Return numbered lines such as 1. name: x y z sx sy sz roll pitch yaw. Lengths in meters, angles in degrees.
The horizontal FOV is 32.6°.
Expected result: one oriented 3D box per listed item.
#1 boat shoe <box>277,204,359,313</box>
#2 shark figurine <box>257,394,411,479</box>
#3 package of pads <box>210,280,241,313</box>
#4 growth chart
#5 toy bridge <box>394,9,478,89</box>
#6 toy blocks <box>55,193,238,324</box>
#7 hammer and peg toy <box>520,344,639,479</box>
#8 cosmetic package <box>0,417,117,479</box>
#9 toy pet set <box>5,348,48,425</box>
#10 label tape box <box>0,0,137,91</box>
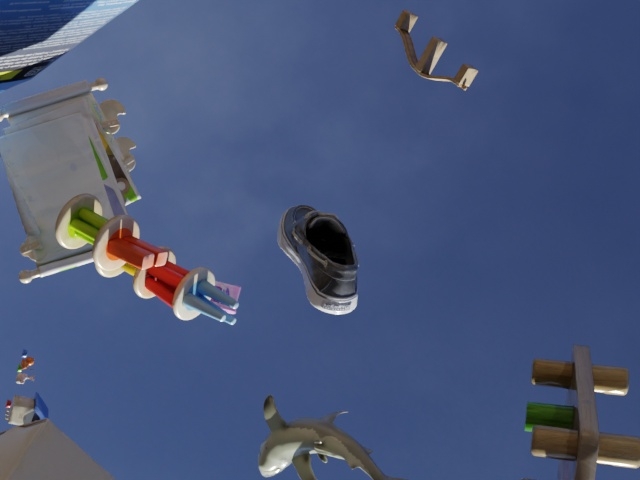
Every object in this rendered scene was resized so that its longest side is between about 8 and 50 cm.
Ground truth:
1. boat shoe: 0.000 0.000 1.790 0.108 0.102 0.301 3 -152 -14
2. shark figurine: 0.024 0.291 1.582 0.278 0.166 0.116 9 -154 38
3. package of pads: -0.185 0.097 1.940 0.032 0.083 0.050 152 -49 -66
4. growth chart: -0.305 -0.079 1.337 0.172 0.021 0.237 -12 -98 -19
5. toy bridge: 0.172 -0.286 1.705 0.188 0.026 0.063 52 -57 38
6. toy blocks: -0.148 0.023 0.966 0.148 0.123 0.054 25 -102 28
7. hammer and peg toy: 0.303 0.314 1.309 0.127 0.265 0.361 5 -159 9
8. cosmetic package: -0.273 0.350 1.226 0.153 0.296 0.129 -23 -152 42
9. toy pet set: -0.507 0.274 1.918 0.114 0.065 0.122 -117 -135 -62
10. label tape box: -0.355 -0.249 1.150 0.348 0.249 0.115 -22 -91 39
